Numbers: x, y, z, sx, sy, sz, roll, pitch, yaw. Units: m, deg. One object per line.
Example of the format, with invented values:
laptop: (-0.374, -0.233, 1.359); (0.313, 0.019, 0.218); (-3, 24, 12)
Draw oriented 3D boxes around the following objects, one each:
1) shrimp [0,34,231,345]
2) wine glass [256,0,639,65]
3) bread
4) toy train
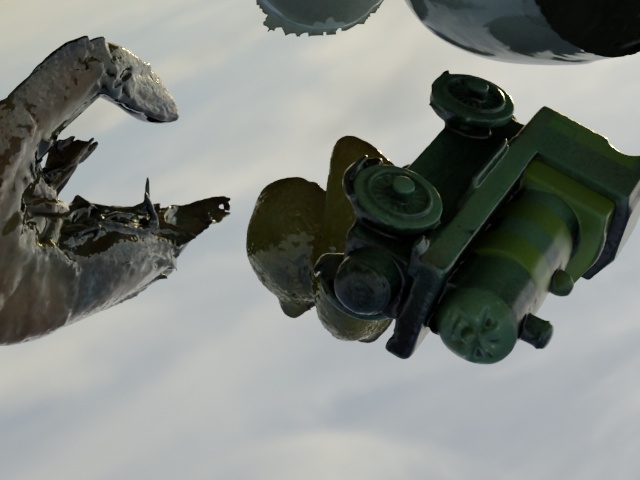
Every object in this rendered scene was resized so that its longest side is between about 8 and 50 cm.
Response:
shrimp: (-0.191, -0.045, 1.641); (0.085, 0.272, 0.445); (25, -167, 24)
wine glass: (0.075, -0.172, 1.106); (0.143, 0.143, 0.321); (-32, -153, -23)
bread: (0.000, 0.000, 1.520); (0.149, 0.187, 0.065); (32, -139, 21)
toy train: (0.084, -0.008, 0.991); (0.132, 0.083, 0.200); (28, -141, 11)
